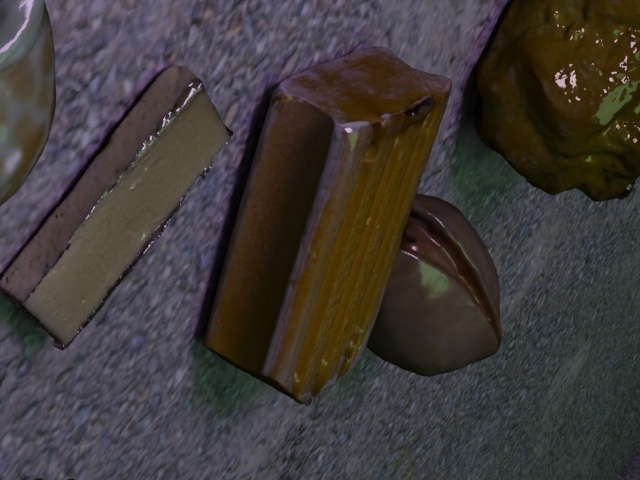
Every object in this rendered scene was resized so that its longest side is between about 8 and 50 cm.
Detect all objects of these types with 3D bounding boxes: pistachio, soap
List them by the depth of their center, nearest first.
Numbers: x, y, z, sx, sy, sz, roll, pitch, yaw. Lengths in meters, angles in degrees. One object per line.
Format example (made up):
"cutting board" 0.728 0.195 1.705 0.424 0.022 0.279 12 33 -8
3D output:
"soap" 0.000 0.000 0.948 0.140 0.073 0.232 -28 142 -52
"pistachio" 0.078 0.034 1.097 0.124 0.124 0.185 -55 155 -13

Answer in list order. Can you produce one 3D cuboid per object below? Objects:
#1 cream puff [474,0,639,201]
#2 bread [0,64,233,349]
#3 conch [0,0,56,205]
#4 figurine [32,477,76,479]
"cream puff" 0.256 -0.145 1.191 0.282 0.185 0.282 -44 150 -35
"bread" -0.104 -0.018 0.756 0.154 0.028 0.068 -55 158 -13
"conch" -0.149 -0.064 0.506 0.173 0.106 0.116 88 21 -54
"figurine" -0.196 0.213 0.662 0.161 0.158 0.275 -26 175 26
